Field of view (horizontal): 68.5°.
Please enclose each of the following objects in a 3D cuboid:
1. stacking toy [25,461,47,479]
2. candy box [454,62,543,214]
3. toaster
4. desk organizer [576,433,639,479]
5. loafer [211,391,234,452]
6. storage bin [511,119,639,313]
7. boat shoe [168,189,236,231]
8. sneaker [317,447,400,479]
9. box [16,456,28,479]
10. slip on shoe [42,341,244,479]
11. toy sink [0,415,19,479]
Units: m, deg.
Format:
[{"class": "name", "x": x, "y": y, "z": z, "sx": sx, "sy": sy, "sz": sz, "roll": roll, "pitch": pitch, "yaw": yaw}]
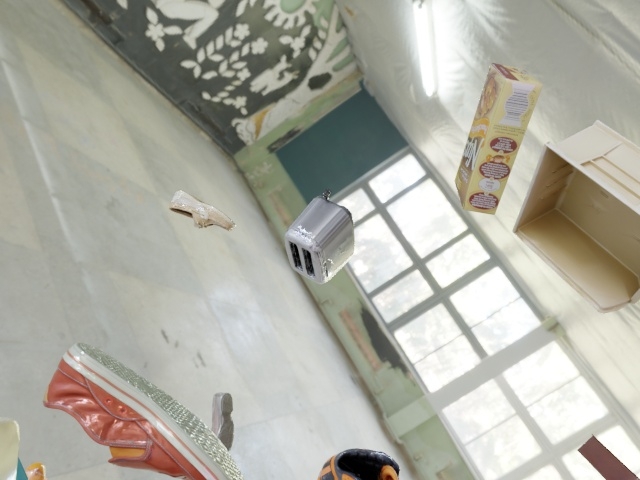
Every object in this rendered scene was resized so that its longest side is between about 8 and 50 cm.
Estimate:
[{"class": "stacking toy", "x": -0.573, "y": 0.562, "z": 0.878, "sx": 0.165, "sy": 0.175, "sz": 0.302, "roll": 13, "pitch": 31, "yaw": -18}, {"class": "candy box", "x": 0.418, "y": -0.245, "z": 1.141, "sx": 0.183, "sy": 0.087, "sz": 0.317, "roll": -75, "pitch": 175, "yaw": -59}, {"class": "toaster", "x": 0.000, "y": 0.000, "z": 1.160, "sx": 0.129, "sy": 0.146, "sz": 0.227, "roll": 27, "pitch": -32, "yaw": 25}, {"class": "desk organizer", "x": 0.607, "y": 0.475, "z": 0.982, "sx": 0.047, "sy": 0.050, "sz": 0.130, "roll": 42, "pitch": 5, "yaw": -18}, {"class": "loafer", "x": -0.204, "y": 0.376, "z": 0.963, "sx": 0.045, "sy": 0.039, "sz": 0.126, "roll": 15, "pitch": 71, "yaw": -50}, {"class": "storage bin", "x": 0.521, "y": -0.034, "z": 0.870, "sx": 0.260, "sy": 0.123, "sz": 0.262, "roll": 54, "pitch": -15, "yaw": 34}, {"class": "boat shoe", "x": -0.276, "y": -0.055, "z": 1.092, "sx": 0.169, "sy": 0.059, "sz": 0.063, "roll": 27, "pitch": -17, "yaw": 14}, {"class": "sneaker", "x": 0.139, "y": 0.547, "z": 0.933, "sx": 0.321, "sy": 0.180, "sz": 0.124, "roll": 34, "pitch": 43, "yaw": 12}, {"class": "box", "x": -0.593, "y": 0.416, "z": 0.708, "sx": 0.244, "sy": 0.100, "sz": 0.060, "roll": -26, "pitch": 93, "yaw": -55}, {"class": "slip on shoe", "x": -0.244, "y": 0.277, "z": 0.666, "sx": 0.331, "sy": 0.101, "sz": 0.123, "roll": 34, "pitch": -13, "yaw": 3}, {"class": "toy sink", "x": -0.145, "y": 0.217, "z": 0.195, "sx": 0.153, "sy": 0.131, "sz": 0.235, "roll": 21, "pitch": 74, "yaw": -83}]
